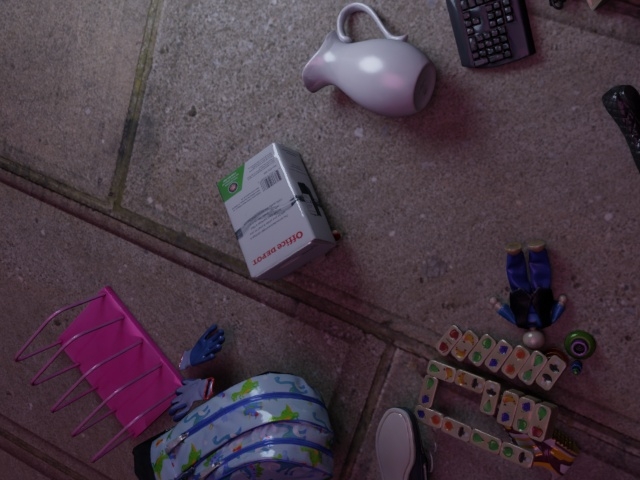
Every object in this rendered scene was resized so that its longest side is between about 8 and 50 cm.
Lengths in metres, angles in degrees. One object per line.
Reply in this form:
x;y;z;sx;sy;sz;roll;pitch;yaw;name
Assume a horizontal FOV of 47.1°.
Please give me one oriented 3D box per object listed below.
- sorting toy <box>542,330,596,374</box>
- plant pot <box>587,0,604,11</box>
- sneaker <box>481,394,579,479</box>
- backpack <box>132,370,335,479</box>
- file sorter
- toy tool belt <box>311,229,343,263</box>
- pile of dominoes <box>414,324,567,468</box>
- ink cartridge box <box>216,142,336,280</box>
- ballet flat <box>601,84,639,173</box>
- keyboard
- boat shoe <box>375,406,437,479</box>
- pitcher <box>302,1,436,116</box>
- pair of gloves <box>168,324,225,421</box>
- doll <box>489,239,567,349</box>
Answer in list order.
0.421;0.200;1.246;0.102;0.042;0.061;-40;84;24;sorting toy
0.435;-0.420;1.088;0.096;0.109;0.109;-24;90;13;plant pot
0.353;0.347;1.289;0.186;0.069;0.083;33;106;14;sneaker
-0.135;0.404;1.402;0.355;0.273;0.290;-45;126;8;backpack
-0.472;0.287;1.560;0.202;0.182;0.290;-44;82;24;file sorter
0.000;0.000;1.378;0.083;0.052;0.051;-44;38;19;toy tool belt
0.281;0.262;1.266;0.251;0.040;0.195;16;94;37;pile of dominoes
-0.082;-0.048;1.350;0.153;0.087;0.208;-31;68;25;ink cartridge box
0.496;-0.162;1.149;0.049;0.058;0.173;-22;91;65;ballet flat
0.290;-0.448;1.180;0.202;0.033;0.317;-12;96;24;keyboard
0.165;0.419;1.368;0.095;0.079;0.254;8;110;49;boat shoe
0.095;-0.309;1.249;0.207;0.125;0.177;22;91;27;pitcher
-0.248;0.265;1.485;0.023;0.198;0.159;33;138;-27;pair of gloves
0.353;0.096;1.252;0.129;0.046;0.188;-8;104;14;doll
